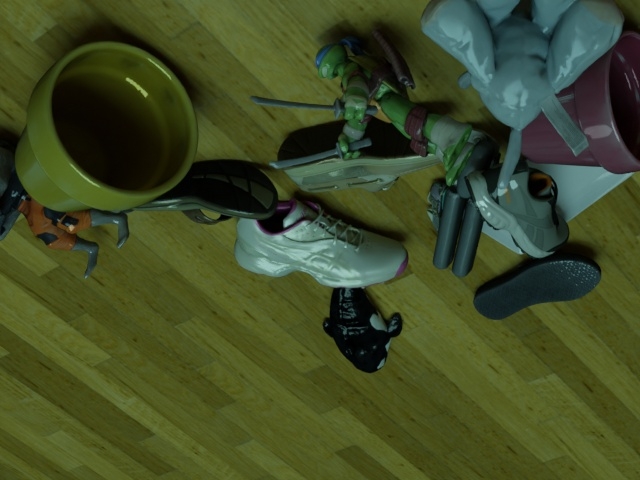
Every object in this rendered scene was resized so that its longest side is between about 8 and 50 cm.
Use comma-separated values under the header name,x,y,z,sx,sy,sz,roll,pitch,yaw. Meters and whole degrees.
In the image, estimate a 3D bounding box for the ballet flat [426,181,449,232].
name,x,y,z,sx,sy,sz,roll,pitch,yaw
ballet flat,0.198,-0.056,1.939,0.041,0.041,0.114,3,136,8

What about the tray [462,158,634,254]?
name,x,y,z,sx,sy,sz,roll,pitch,yaw
tray,0.365,-0.084,1.877,0.145,0.030,0.270,31,133,-20

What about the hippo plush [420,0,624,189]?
name,x,y,z,sx,sy,sz,roll,pitch,yaw
hippo plush,0.278,-0.271,1.547,0.234,0.236,0.294,-26,103,14

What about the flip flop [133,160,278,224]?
name,x,y,z,sx,sy,sz,roll,pitch,yaw
flip flop,-0.201,-0.069,1.947,0.277,0.112,0.080,0,138,15

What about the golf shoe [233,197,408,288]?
name,x,y,z,sx,sy,sz,roll,pitch,yaw
golf shoe,0.000,0.000,1.980,0.306,0.115,0.140,5,133,4

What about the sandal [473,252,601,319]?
name,x,y,z,sx,sy,sz,roll,pitch,yaw
sandal,0.375,0.069,2.029,0.254,0.054,0.097,-21,122,41

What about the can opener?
name,x,y,z,sx,sy,sz,roll,pitch,yaw
can opener,0.228,-0.057,1.866,0.074,0.093,0.280,25,133,21

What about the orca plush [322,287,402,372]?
name,x,y,z,sx,sy,sz,roll,pitch,yaw
orca plush,0.077,0.167,2.143,0.151,0.102,0.287,8,137,2

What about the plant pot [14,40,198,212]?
name,x,y,z,sx,sy,sz,roll,pitch,yaw
plant pot,-0.358,-0.152,1.808,0.254,0.254,0.239,34,146,-23

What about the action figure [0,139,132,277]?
name,x,y,z,sx,sy,sz,roll,pitch,yaw
action figure,-0.512,-0.070,2.016,0.330,0.178,0.341,34,162,-15

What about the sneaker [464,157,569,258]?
name,x,y,z,sx,sy,sz,roll,pitch,yaw
sneaker,0.330,-0.050,1.784,0.108,0.100,0.271,-29,149,24

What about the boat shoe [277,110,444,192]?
name,x,y,z,sx,sy,sz,roll,pitch,yaw
boat shoe,0.083,-0.132,1.832,0.302,0.109,0.098,-7,140,25

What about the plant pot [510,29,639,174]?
name,x,y,z,sx,sy,sz,roll,pitch,yaw
plant pot,0.381,-0.188,1.663,0.180,0.201,0.201,-8,136,41

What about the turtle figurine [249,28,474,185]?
name,x,y,z,sx,sy,sz,roll,pitch,yaw
turtle figurine,0.069,-0.151,1.657,0.266,0.274,0.197,30,141,15
